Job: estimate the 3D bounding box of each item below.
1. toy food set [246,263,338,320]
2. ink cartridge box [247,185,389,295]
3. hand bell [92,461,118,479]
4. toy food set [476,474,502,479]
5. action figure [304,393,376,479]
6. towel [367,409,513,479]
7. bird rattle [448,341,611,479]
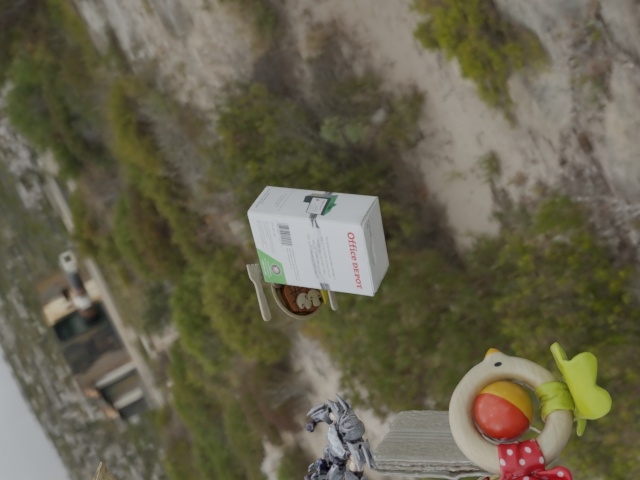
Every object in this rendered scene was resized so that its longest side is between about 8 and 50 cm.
[{"bbox_3d":[-0.040,0.085,1.977,0.038,0.192,0.132,-29,74,47],"label":"toy food set"},{"bbox_3d":[0.000,0.000,1.819,0.219,0.092,0.160,7,130,23],"label":"ink cartridge box"},{"bbox_3d":[-0.334,0.528,2.012,0.242,0.126,0.126,21,175,-9],"label":"hand bell"},{"bbox_3d":[0.350,0.491,2.105,0.082,0.083,0.020,46,-166,-52],"label":"toy food set"},{"bbox_3d":[0.027,0.412,1.948,0.285,0.099,0.185,105,159,-46],"label":"action figure"},{"bbox_3d":[0.253,0.407,2.087,0.187,0.282,0.049,-45,-56,-53],"label":"towel"},{"bbox_3d":[0.271,0.254,1.392,0.207,0.253,0.143,26,168,27],"label":"bird rattle"}]
